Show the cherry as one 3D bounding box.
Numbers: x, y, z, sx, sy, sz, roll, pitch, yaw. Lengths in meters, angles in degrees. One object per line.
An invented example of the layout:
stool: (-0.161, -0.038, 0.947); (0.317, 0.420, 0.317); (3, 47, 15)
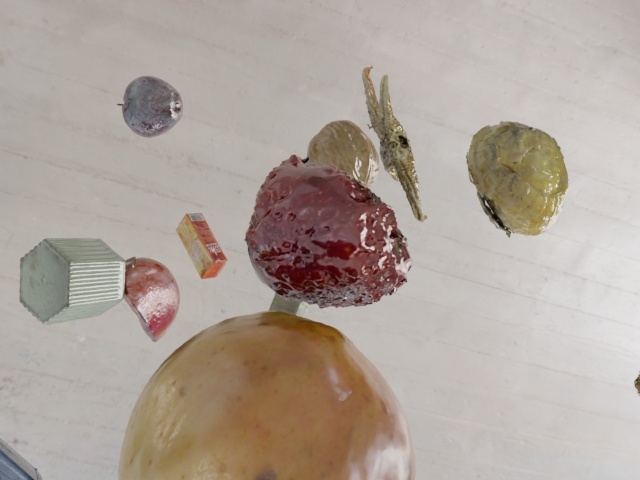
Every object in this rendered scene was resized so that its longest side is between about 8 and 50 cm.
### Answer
cherry: (-0.532, -0.423, 1.585); (0.195, 0.195, 0.195); (0, 90, -12)

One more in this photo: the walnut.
walnut: (0.069, -0.236, 1.470); (0.228, 0.228, 0.228); (0, 90, -12)

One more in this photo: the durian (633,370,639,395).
durian: (0.695, 0.276, 0.951); (0.168, 0.137, 0.158); (-10, 92, 15)

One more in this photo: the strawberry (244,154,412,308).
strawberry: (0.000, 0.000, 0.780); (0.220, 0.274, 0.274); (-40, 98, -2)

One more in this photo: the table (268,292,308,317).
table: (-0.078, 0.165, 1.232); (0.079, 0.062, 0.083); (16, 76, 19)

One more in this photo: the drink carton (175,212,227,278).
drink carton: (-0.412, 0.017, 1.724); (0.071, 0.096, 0.223); (-5, 53, -49)

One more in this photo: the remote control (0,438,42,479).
remote control: (-0.293, 0.163, 0.417); (0.027, 0.043, 0.152); (-47, 119, -31)

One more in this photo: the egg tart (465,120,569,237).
egg tart: (0.395, -0.130, 0.962); (0.232, 0.098, 0.252); (21, 68, -14)

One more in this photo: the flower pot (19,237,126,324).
flower pot: (-0.698, 0.111, 1.405); (0.239, 0.189, 0.209); (-29, 78, 22)

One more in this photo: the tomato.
tomato: (-0.545, 0.168, 1.610); (0.170, 0.309, 0.309); (-36, 97, -19)

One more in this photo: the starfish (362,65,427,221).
starfish: (0.113, -0.150, 0.802); (0.050, 0.138, 0.247); (-18, 112, 1)

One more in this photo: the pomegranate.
pomegranate: (-0.087, 0.292, 0.624); (0.410, 0.410, 0.410); (0, 90, -12)
